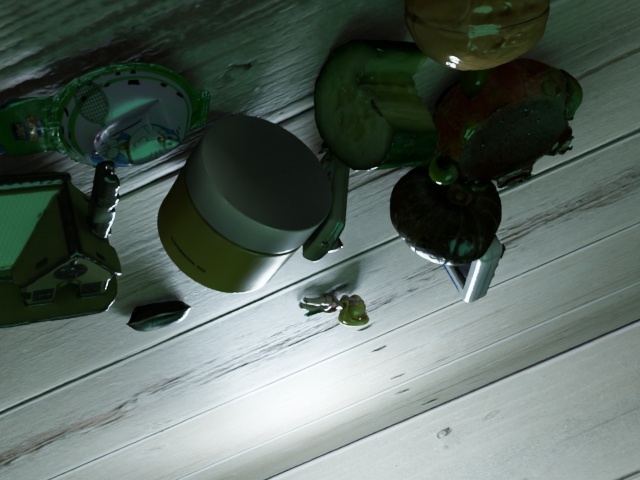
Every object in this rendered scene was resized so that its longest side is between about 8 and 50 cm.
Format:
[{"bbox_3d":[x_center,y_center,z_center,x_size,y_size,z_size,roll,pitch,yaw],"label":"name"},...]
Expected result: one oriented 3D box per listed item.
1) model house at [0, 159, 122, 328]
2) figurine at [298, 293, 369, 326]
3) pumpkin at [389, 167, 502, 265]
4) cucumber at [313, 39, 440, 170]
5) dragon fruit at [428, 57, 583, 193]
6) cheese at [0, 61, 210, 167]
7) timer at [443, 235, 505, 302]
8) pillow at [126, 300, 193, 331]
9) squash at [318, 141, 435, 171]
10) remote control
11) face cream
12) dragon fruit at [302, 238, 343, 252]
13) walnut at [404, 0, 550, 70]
[{"bbox_3d":[-0.376,-0.031,1.014,0.218,0.205,0.278,-9,156,-26],"label":"model house"},{"bbox_3d":[0.036,0.167,1.860,0.187,0.083,0.083,9,140,-31],"label":"figurine"},{"bbox_3d":[0.238,-0.053,1.462,0.219,0.219,0.162,-14,148,-15],"label":"pumpkin"},{"bbox_3d":[0.083,-0.193,1.124,0.130,0.191,0.191,-7,149,-27],"label":"cucumber"},{"bbox_3d":[0.303,-0.198,1.306,0.295,0.130,0.268,-24,148,-9],"label":"dragon fruit"},{"bbox_3d":[-0.301,-0.155,1.000,0.320,0.083,0.204,-12,151,-21],"label":"cheese"},{"bbox_3d":[0.325,0.013,1.674,0.078,0.178,0.253,-23,154,-10],"label":"timer"},{"bbox_3d":[-0.332,0.156,1.574,0.136,0.055,0.091,-12,153,-17],"label":"pillow"},{"bbox_3d":[0.108,-0.166,1.292,0.318,0.071,0.080,0,127,-48],"label":"squash"},{"bbox_3d":[0.013,-0.071,1.247,0.038,0.233,0.098,25,129,-16],"label":"remote control"},{"bbox_3d":[-0.120,-0.053,1.174,0.218,0.218,0.179,0,146,-37],"label":"face cream"},{"bbox_3d":[0.000,0.000,1.543,0.083,0.056,0.060,-14,175,-1],"label":"dragon fruit"},{"bbox_3d":[0.211,-0.312,1.022,0.197,0.165,0.165,-13,152,-24],"label":"walnut"}]
